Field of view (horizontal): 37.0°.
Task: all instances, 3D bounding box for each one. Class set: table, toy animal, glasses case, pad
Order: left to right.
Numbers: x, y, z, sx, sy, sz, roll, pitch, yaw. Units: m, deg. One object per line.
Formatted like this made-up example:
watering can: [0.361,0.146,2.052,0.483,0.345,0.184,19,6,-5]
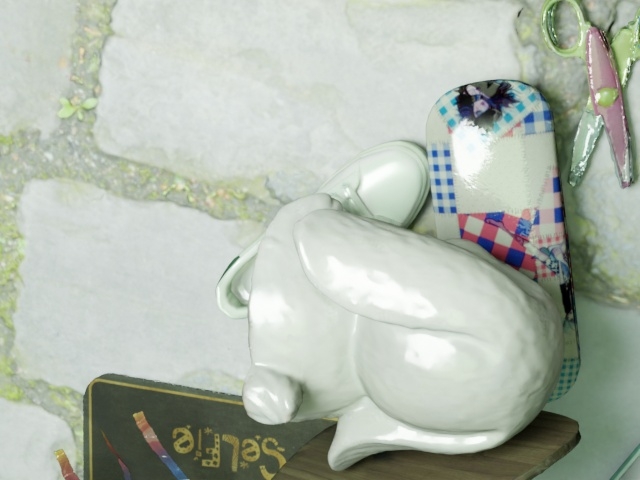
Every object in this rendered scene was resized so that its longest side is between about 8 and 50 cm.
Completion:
pad: [-0.118,0.268,1.096,0.375,0.063,0.315,6,104,14]
toy animal: [0.079,0.094,0.847,0.264,0.206,0.272,6,121,18]
table: [0.089,0.332,0.896,0.317,0.317,0.249,-15,98,19]
glasses case: [0.180,0.007,0.940,0.125,0.076,0.328,-5,101,20]

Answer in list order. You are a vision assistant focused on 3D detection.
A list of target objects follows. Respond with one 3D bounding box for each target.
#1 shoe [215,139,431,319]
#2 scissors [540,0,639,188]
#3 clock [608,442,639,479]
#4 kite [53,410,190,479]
shoe: [0.000,0.000,0.975,0.265,0.110,0.095,-38,89,23]
scissors: [0.273,-0.142,0.909,0.133,0.020,0.187,4,103,11]
clock: [0.361,0.353,0.952,0.231,0.116,0.262,34,110,5]
kite: [-0.158,0.351,1.093,0.204,0.022,0.360,-26,113,19]
